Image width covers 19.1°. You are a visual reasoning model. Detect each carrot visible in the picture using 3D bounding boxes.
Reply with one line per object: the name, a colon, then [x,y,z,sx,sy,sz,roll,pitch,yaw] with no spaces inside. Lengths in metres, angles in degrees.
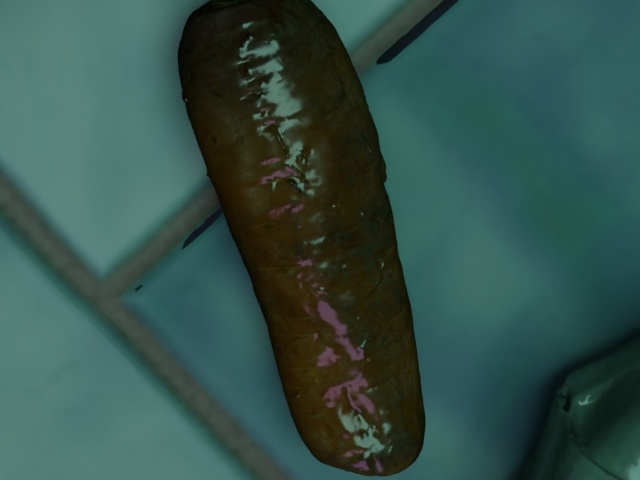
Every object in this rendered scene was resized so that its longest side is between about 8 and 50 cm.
carrot: [0.000,0.000,0.656,0.060,0.060,0.186,-21,108,-8]

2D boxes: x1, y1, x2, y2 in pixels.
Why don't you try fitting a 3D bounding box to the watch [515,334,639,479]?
watch: [0.169,0.148,0.686,0.253,0.162,0.241,-41,101,-2]
